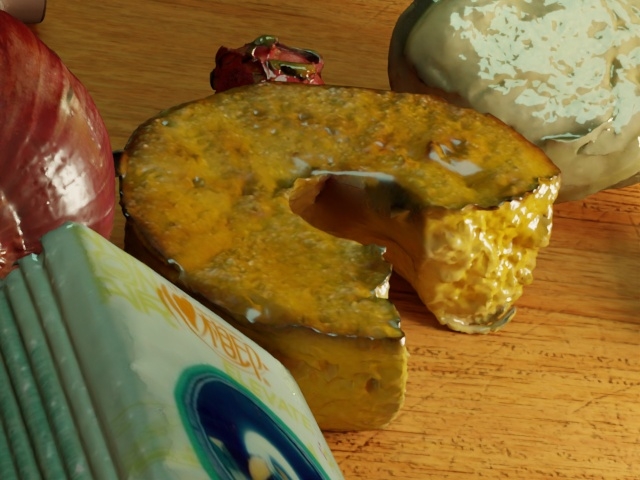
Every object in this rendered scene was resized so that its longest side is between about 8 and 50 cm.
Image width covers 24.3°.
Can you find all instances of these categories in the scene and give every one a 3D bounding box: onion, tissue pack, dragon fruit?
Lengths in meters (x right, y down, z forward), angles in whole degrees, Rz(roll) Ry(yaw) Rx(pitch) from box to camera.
[{"bbox_3d":[-0.349,-0.053,1.235,0.341,0.341,0.341,9,36,-6],"label":"onion"},{"bbox_3d":[-0.083,0.202,1.022,0.287,0.162,0.388,41,13,-42],"label":"tissue pack"},{"bbox_3d":[-0.033,-0.140,1.643,0.207,0.133,0.150,29,62,-5],"label":"dragon fruit"}]

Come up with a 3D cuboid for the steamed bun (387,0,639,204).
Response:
[{"bbox_3d":[0.277,-0.192,1.703,0.372,0.230,0.325,-36,77,-11],"label":"steamed bun"}]

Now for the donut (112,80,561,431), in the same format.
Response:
[{"bbox_3d":[0.000,0.000,1.429,0.377,0.163,0.435,31,41,25],"label":"donut"}]

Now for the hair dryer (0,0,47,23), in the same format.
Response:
[{"bbox_3d":[-0.385,-0.223,1.669,0.189,0.107,0.344,-4,45,-22],"label":"hair dryer"}]
